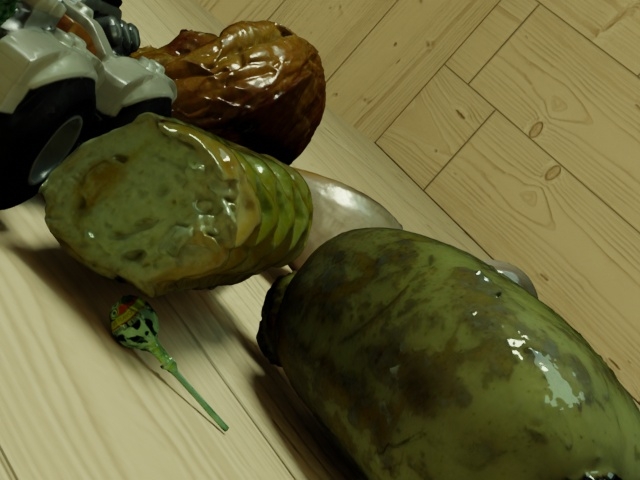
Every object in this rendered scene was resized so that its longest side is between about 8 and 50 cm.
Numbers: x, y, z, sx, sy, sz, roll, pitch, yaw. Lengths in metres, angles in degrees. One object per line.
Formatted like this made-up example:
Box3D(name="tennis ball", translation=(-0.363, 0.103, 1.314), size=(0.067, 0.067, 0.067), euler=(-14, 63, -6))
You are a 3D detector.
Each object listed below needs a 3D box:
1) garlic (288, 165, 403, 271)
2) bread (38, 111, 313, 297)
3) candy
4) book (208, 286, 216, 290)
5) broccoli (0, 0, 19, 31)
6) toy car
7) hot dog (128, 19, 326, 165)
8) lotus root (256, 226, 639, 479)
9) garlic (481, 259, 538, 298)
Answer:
Box3D(name="garlic", translation=(0.010, 0.007, 1.222), size=(0.128, 0.090, 0.198), euler=(31, -5, 25))
Box3D(name="bread", translation=(-0.066, -0.017, 0.840), size=(0.269, 0.098, 0.087), euler=(2, 64, -81))
Box3D(name="candy", translation=(-0.072, 0.061, 0.737), size=(0.083, 0.023, 0.025), euler=(48, -9, -5))
Box3D(name="book", translation=(-0.174, -0.087, 1.068), size=(0.322, 0.018, 0.228), euler=(42, 6, 1))
Box3D(name="broccoli", translation=(-0.202, -0.134, 0.494), size=(0.270, 0.270, 0.270), euler=(9, -13, 33))
Box3D(name="toy car", translation=(-0.181, -0.113, 0.817), size=(0.193, 0.118, 0.301), euler=(36, 9, 7))
Box3D(name="hot dog", translation=(-0.077, -0.107, 1.172), size=(0.227, 0.160, 0.099), euler=(63, 23, -76))
Box3D(name="lotus root", translation=(0.063, 0.081, 0.830), size=(0.173, 0.173, 0.309), euler=(36, 3, -40))
Box3D(name="garlic", translation=(0.139, 0.107, 1.273), size=(0.131, 0.127, 0.194), euler=(-65, 140, -52))
